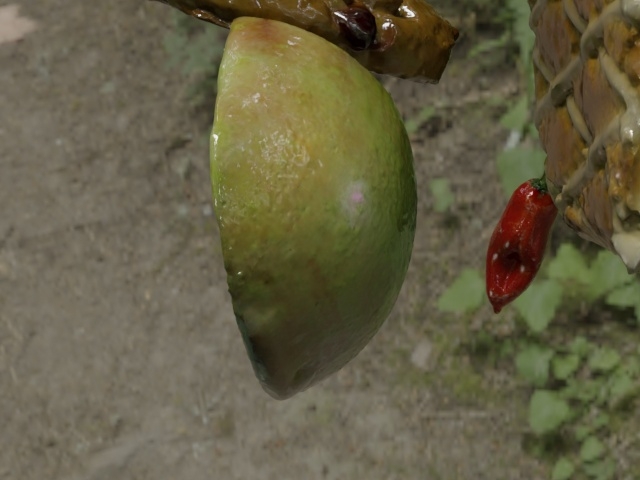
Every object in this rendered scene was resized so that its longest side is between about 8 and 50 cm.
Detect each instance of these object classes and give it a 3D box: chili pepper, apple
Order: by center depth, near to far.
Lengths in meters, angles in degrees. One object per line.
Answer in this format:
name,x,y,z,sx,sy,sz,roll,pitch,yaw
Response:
apple,0.000,0.000,0.931,0.120,0.265,0.193,-2,54,11
chili pepper,0.206,-0.007,1.507,0.059,0.191,0.050,20,23,5

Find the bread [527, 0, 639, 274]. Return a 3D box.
bread,0.334,-0.169,1.238,0.279,0.371,0.390,-3,11,-4

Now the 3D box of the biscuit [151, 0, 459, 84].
biscuit,-0.037,-0.185,1.055,0.296,0.075,0.296,17,10,-3
